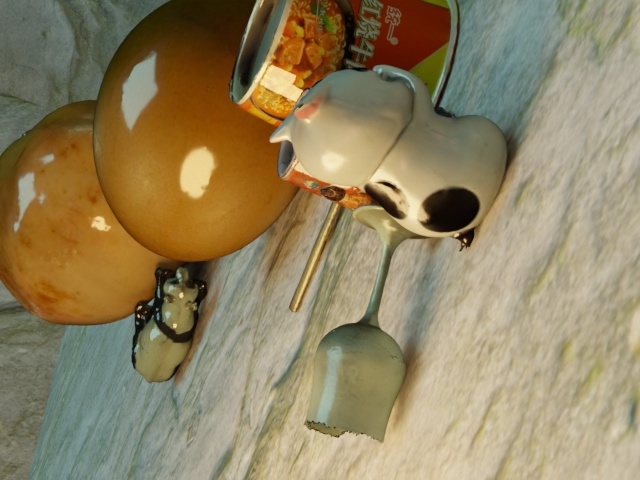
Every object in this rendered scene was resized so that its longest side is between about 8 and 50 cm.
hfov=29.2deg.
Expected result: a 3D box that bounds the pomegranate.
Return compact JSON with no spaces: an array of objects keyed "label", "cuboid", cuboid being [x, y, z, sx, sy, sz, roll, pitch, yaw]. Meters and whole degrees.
[{"label":"pomegranate","cuboid":[-0.365,-0.029,2.066,0.411,0.411,0.411,-162,90,-75]}]

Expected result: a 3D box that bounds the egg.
[{"label":"egg","cuboid":[-0.144,-0.143,1.553,0.282,0.283,0.351,-110,35,-66]}]

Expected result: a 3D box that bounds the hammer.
[{"label":"hammer","cuboid":[0.000,0.000,1.391,0.062,0.017,0.182,-105,36,-64]}]

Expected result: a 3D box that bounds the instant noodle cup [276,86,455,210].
[{"label":"instant noodle cup","cuboid":[0.038,-0.078,1.119,0.127,0.136,0.127,-163,90,-75]}]

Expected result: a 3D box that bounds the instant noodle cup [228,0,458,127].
[{"label":"instant noodle cup","cuboid":[0.015,-0.184,1.247,0.213,0.174,0.213,-161,90,-74]}]

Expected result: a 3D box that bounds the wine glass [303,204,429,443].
[{"label":"wine glass","cuboid":[0.042,0.072,1.043,0.079,0.079,0.195,152,135,-68]}]

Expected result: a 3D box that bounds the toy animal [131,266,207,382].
[{"label":"toy animal","cuboid":[-0.238,0.128,1.923,0.121,0.094,0.225,-93,28,-49]}]

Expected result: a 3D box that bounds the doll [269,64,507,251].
[{"label":"doll","cuboid":[0.060,-0.075,0.987,0.107,0.181,0.110,-64,10,-25]}]
